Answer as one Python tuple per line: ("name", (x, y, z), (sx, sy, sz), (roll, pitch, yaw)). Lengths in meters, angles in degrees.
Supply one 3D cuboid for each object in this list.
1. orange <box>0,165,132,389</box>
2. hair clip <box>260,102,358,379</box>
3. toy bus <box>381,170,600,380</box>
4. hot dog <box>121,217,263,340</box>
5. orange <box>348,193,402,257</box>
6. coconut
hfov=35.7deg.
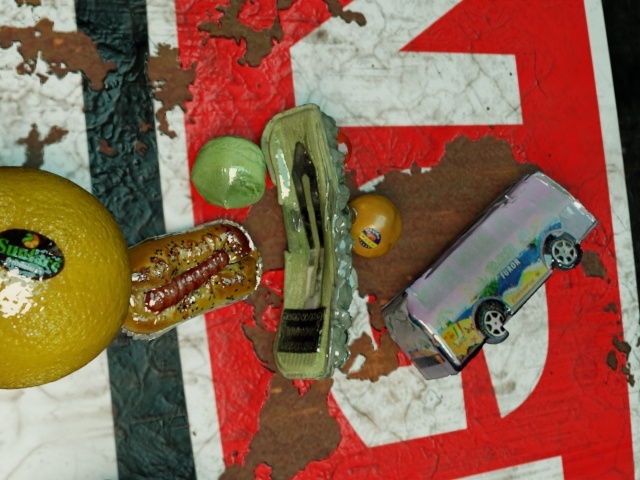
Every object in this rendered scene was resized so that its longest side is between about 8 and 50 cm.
("orange", (-0.299, 0.036, 0.963), (0.236, 0.236, 0.236), (3, 83, -28))
("hair clip", (0.001, 0.001, 1.180), (0.091, 0.138, 0.321), (1, 84, -39))
("toy bus", (0.225, 0.040, 1.311), (0.317, 0.112, 0.138), (-43, 94, -26))
("hot dog", (-0.155, 0.040, 1.131), (0.191, 0.059, 0.108), (-22, 100, -31))
("orange", (0.062, -0.018, 1.241), (0.084, 0.083, 0.083), (3, 83, -28))
("coconut", (-0.105, -0.075, 1.153), (0.088, 0.088, 0.096), (24, 53, -24))
